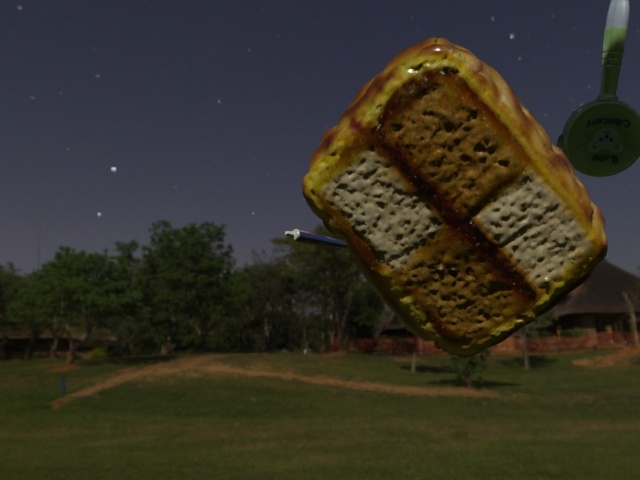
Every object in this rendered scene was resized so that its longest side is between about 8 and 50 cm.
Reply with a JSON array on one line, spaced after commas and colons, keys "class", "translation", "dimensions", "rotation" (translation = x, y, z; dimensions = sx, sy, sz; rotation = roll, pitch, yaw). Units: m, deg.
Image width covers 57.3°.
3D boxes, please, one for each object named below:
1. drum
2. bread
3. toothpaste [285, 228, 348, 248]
[{"class": "drum", "translation": [0.411, -0.220, 0.878], "dimensions": [0.130, 0.253, 0.049], "rotation": [-11, 7, 15]}, {"class": "bread", "translation": [0.097, -0.029, 0.458], "dimensions": [0.181, 0.222, 0.096], "rotation": [-38, 12, 21]}, {"class": "toothpaste", "translation": [0.000, 0.000, 0.996], "dimensions": [0.140, 0.021, 0.037], "rotation": [12, -5, -32]}]
